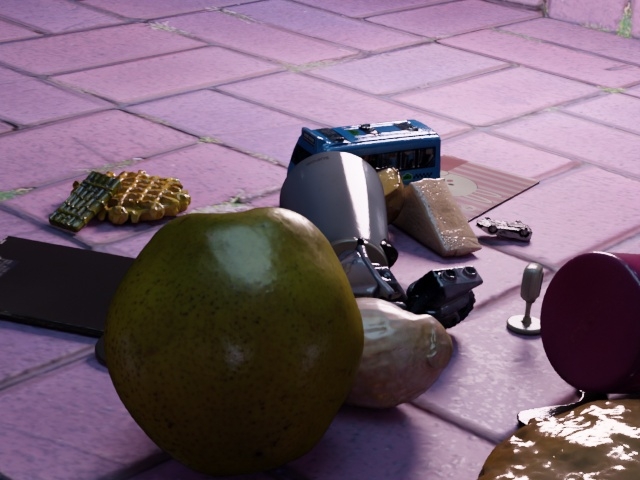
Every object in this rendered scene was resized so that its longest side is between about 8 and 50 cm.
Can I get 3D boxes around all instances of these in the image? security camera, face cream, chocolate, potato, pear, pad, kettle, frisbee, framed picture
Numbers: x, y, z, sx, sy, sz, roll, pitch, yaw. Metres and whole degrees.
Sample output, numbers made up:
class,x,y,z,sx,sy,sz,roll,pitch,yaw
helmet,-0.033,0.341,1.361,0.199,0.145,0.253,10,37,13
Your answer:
class,x,y,z,sx,sy,sz,roll,pitch,yaw
security camera,0.289,0.078,1.986,0.058,0.092,0.058,6,21,-2
face cream,0.398,0.104,1.802,0.195,0.175,0.175,4,17,-41
chocolate,0.005,0.130,1.754,0.309,0.134,0.134,5,22,9
potato,0.060,-0.038,2.236,0.172,0.101,0.089,-16,41,-22
pear,-0.089,0.112,1.572,0.294,0.294,0.294,4,22,-2
pad,0.230,-0.093,2.513,0.202,0.005,0.299,18,25,30
kettle,0.000,0.000,2.070,0.210,0.160,0.243,-14,28,3
frisbee,0.351,0.213,1.772,0.187,0.012,0.211,20,26,31
framed picture,-0.327,0.066,1.985,0.338,0.014,0.255,10,22,10

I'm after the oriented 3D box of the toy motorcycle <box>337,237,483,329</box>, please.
class,x,y,z,sx,sy,sz,roll,pitch,yaw
toy motorcycle,0.092,0.072,1.879,0.270,0.159,0.106,-8,46,-26

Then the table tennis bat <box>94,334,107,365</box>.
class,x,y,z,sx,sy,sz,roll,pitch,yaw
table tennis bat,-0.209,0.144,1.801,0.156,0.013,0.087,19,35,23

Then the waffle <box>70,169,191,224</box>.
class,x,y,z,sx,sy,sz,roll,pitch,yaw
waffle,-0.301,-0.070,2.293,0.191,0.038,0.191,4,21,-2

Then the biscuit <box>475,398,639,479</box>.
class,x,y,z,sx,sy,sz,roll,pitch,yaw
biscuit,0.365,0.283,1.427,0.429,0.104,0.446,-21,34,-29

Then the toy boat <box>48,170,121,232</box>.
class,x,y,z,sx,sy,sz,roll,pitch,yaw
toy boat,-0.361,-0.060,2.217,0.063,0.016,0.115,17,52,28

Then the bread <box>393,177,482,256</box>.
class,x,y,z,sx,sy,sz,roll,pitch,yaw
bread,0.178,-0.014,2.284,0.077,0.105,0.152,-6,56,-27

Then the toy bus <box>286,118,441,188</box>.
class,x,y,z,sx,sy,sz,roll,pitch,yaw
toy bus,0.072,-0.124,2.376,0.246,0.134,0.113,-8,26,-26

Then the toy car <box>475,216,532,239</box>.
class,x,y,z,sx,sy,sz,roll,pitch,yaw
toy car,0.292,-0.018,2.313,0.093,0.025,0.041,6,20,-6
